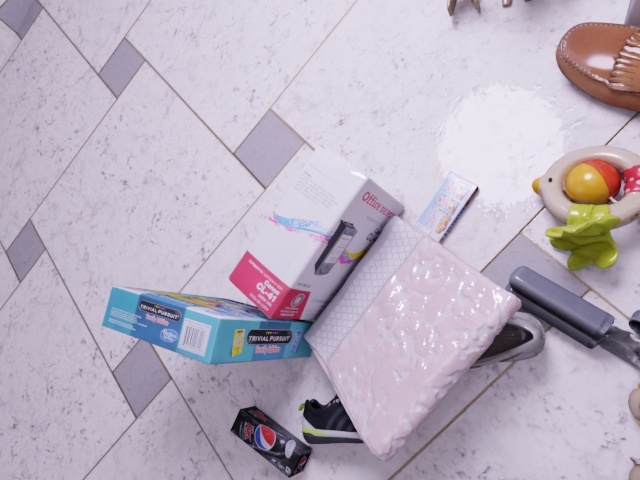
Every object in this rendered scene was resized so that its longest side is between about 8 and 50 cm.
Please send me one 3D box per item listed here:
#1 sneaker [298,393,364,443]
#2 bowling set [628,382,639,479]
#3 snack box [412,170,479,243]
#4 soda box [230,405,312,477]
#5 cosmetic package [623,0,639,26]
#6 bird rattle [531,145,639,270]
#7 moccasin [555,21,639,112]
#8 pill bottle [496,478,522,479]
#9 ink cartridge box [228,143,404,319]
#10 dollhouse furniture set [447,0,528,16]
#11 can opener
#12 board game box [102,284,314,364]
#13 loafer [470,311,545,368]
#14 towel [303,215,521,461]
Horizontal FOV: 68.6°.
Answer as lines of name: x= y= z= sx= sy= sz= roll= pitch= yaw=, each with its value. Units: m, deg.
sneaker: x=0.057 y=0.333 z=0.900 sx=0.234 sy=0.084 sz=0.097 roll=-14 pitch=73 yaw=24
bowling set: x=0.542 y=0.359 z=0.638 sx=0.200 sy=0.154 sz=0.287 roll=10 pitch=83 yaw=9
snack box: x=0.232 y=-0.046 z=0.923 sx=0.064 sy=0.022 sz=0.178 roll=37 pitch=98 yaw=29
soda box: x=-0.104 y=0.415 z=0.977 sx=0.169 sy=0.060 sz=0.053 roll=24 pitch=90 yaw=29
cosmetic package: x=0.639 y=-0.528 z=0.741 sx=0.197 sy=0.155 sz=0.365 roll=13 pitch=85 yaw=25
bird rattle: x=0.469 y=-0.082 z=0.758 sx=0.253 sy=0.143 sz=0.207 roll=-38 pitch=49 yaw=12
moccasin: x=0.558 y=-0.257 z=0.730 sx=0.380 sy=0.147 sz=0.139 roll=41 pitch=99 yaw=27
pill bottle: x=0.296 y=0.571 z=0.652 sx=0.224 sy=0.224 sz=0.392 roll=11 pitch=84 yaw=28
ink cartridge box: x=0.000 y=0.000 z=0.916 sx=0.131 sy=0.226 sz=0.306 roll=41 pitch=100 yaw=27
dollhouse furniture set: x=0.344 y=-0.542 z=0.834 sx=0.262 sy=0.259 sz=0.135 roll=-3 pitch=89 yaw=24
can opener: x=0.451 y=0.124 z=0.765 sx=0.283 sy=0.076 sz=0.095 roll=35 pitch=64 yaw=28
board game box: x=-0.196 y=0.163 z=0.918 sx=0.253 sy=0.336 sz=0.079 roll=10 pitch=85 yaw=28
loafer: x=0.223 y=0.174 z=0.832 sx=0.319 sy=0.111 sz=0.112 roll=-13 pitch=74 yaw=24
towel: x=0.130 y=0.148 z=0.830 sx=0.332 sy=0.053 sz=0.317 roll=-53 pitch=38 yaw=8
